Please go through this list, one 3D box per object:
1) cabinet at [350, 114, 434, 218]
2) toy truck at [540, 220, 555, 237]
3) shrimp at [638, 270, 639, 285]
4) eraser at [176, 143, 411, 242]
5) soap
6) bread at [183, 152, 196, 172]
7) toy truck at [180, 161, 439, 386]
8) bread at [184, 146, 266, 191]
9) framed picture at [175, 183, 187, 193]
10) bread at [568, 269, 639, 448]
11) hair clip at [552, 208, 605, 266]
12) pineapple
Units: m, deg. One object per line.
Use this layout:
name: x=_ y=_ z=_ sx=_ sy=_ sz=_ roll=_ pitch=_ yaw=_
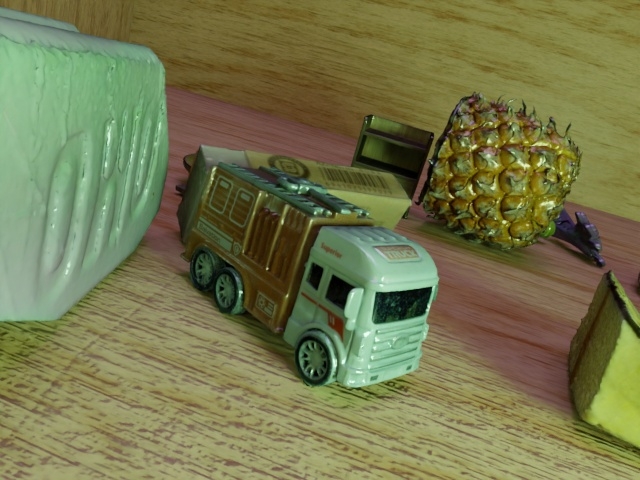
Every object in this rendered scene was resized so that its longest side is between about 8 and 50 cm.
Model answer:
cabinet: x=0.171 y=-0.187 z=1.353 sx=0.175 sy=0.215 sz=0.148 roll=18 pitch=18 yaw=7
toy truck: x=0.522 y=-0.081 z=1.468 sx=0.187 sy=0.148 sz=0.210 roll=-3 pitch=45 yaw=-41
shrimp: x=0.826 y=0.107 z=1.235 sx=0.168 sy=0.077 sz=0.317 roll=35 pitch=28 yaw=25
eraser: x=-0.036 y=-0.052 z=0.830 sx=0.344 sy=0.144 sz=0.078 roll=5 pitch=43 yaw=-31
soap: x=-0.270 y=-0.076 z=0.509 sx=0.156 sy=0.261 sz=0.446 roll=14 pitch=15 yaw=-5
bread: x=-0.173 y=-0.135 z=1.120 sx=0.229 sy=0.033 sz=0.228 roll=13 pitch=19 yaw=-5
toy truck: x=-0.017 y=0.020 z=0.592 sx=0.136 sy=0.162 sz=0.305 roll=-2 pitch=24 yaw=-45
bread: x=-0.134 y=-0.106 z=0.943 sx=0.191 sy=0.114 sz=0.132 roll=12 pitch=14 yaw=-27
framed picture: x=-0.111 y=-0.065 z=1.041 sx=0.281 sy=0.019 sz=0.209 roll=21 pitch=18 yaw=19
bread: x=0.390 y=0.142 z=0.597 sx=0.178 sy=0.135 sz=0.240 roll=23 pitch=15 yaw=20
hair clip: x=0.699 y=-0.024 z=1.468 sx=0.090 sy=0.137 sz=0.278 roll=-24 pitch=24 yaw=-5
pineapple: x=0.419 y=-0.155 z=1.239 sx=0.300 sy=0.352 sz=0.352 roll=25 pitch=19 yaw=15
